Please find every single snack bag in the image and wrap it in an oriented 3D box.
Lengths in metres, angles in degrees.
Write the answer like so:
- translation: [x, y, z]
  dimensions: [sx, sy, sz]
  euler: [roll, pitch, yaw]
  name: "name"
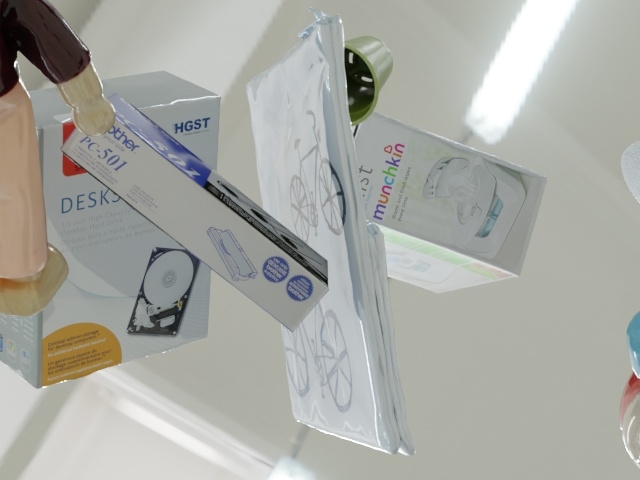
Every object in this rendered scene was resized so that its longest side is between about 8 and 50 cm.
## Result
- translation: [0.000, 0.000, 1.205]
  dimensions: [0.037, 0.323, 0.342]
  euler: [-9, -91, -13]
  name: "snack bag"

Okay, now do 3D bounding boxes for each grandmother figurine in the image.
- translation: [-0.239, -0.105, 0.912]
  dimensions: [0.208, 0.104, 0.342]
  euler: [-6, -51, -17]
  name: "grandmother figurine"

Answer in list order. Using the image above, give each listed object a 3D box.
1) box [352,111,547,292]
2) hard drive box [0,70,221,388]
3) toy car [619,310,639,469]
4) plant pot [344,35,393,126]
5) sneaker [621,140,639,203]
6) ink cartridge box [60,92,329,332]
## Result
- translation: [0.096, -0.041, 1.662]
  dimensions: [0.231, 0.262, 0.126]
  euler: [19, -101, -14]
  name: "box"
- translation: [-0.186, -0.013, 1.218]
  dimensions: [0.181, 0.089, 0.232]
  euler: [-16, -60, -38]
  name: "hard drive box"
- translation: [0.355, 0.090, 1.205]
  dimensions: [0.238, 0.210, 0.219]
  euler: [-80, -22, -51]
  name: "toy car"
- translation: [0.031, -0.159, 1.349]
  dimensions: [0.079, 0.083, 0.083]
  euler: [-44, -55, -54]
  name: "plant pot"
- translation: [0.523, -0.043, 1.885]
  dimensions: [0.153, 0.101, 0.268]
  euler: [-35, -87, -20]
  name: "sneaker"
- translation: [-0.086, -0.023, 1.037]
  dimensions: [0.207, 0.097, 0.046]
  euler: [38, -82, -7]
  name: "ink cartridge box"
